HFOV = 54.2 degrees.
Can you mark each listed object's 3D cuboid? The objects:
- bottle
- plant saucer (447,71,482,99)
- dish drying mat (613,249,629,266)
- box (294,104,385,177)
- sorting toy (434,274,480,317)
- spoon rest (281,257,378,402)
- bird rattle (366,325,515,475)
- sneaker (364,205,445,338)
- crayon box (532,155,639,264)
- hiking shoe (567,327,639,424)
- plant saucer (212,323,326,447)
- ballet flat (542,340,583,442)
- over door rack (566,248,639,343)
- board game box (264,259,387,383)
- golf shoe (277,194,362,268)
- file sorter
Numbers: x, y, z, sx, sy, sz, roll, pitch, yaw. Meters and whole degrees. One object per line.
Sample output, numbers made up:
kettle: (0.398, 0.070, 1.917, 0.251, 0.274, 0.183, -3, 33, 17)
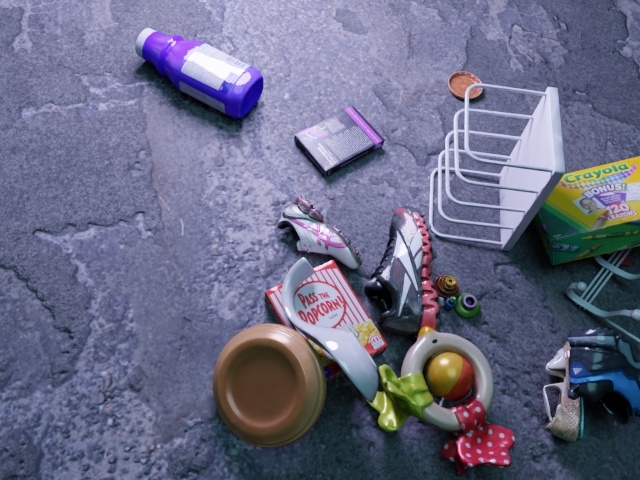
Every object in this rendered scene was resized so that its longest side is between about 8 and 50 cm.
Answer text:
bottle: (-0.267, -0.371, 1.359, 0.282, 0.092, 0.118, 28, 61, 8)
plant saucer: (0.341, -0.364, 1.479, 0.083, 0.013, 0.083, 4, 60, -6)
dish drying mat: (0.625, 0.015, 1.307, 0.032, 0.008, 0.083, 9, 61, -1)
box: (0.040, -0.216, 1.349, 0.162, 0.029, 0.116, -29, 68, -22)
sorting toy: (0.261, 0.104, 1.191, 0.102, 0.042, 0.061, 39, 64, 14)
spoon rest: (0.010, 0.156, 1.043, 0.084, 0.137, 0.276, -34, 54, 1)
bird rattle: (0.214, 0.256, 1.039, 0.253, 0.143, 0.207, 23, 65, 6)
sneaker: (0.147, 0.053, 1.172, 0.135, 0.098, 0.276, 2, 62, -9)
crayon box: (0.567, -0.065, 1.233, 0.278, 0.081, 0.165, -14, 45, 8)
hiking shoe: (0.537, 0.259, 1.086, 0.304, 0.113, 0.132, 25, 72, -17)
plant saucer: (-0.090, 0.236, 1.018, 0.200, 0.037, 0.200, -2, 82, 18)
ballet flat: (0.435, 0.253, 1.119, 0.067, 0.073, 0.206, 8, 56, 14)
over door rack: (0.675, 0.112, 1.197, 0.324, 0.108, 0.239, 41, 68, 15)
board game box: (0.007, 0.149, 1.132, 0.146, 0.045, 0.193, -25, 67, -20)
golf shoe: (0.000, 0.000, 1.210, 0.186, 0.067, 0.086, 42, 88, 18)
file sorter: (0.325, -0.138, 1.201, 0.173, 0.278, 0.193, 8, 60, -1)
